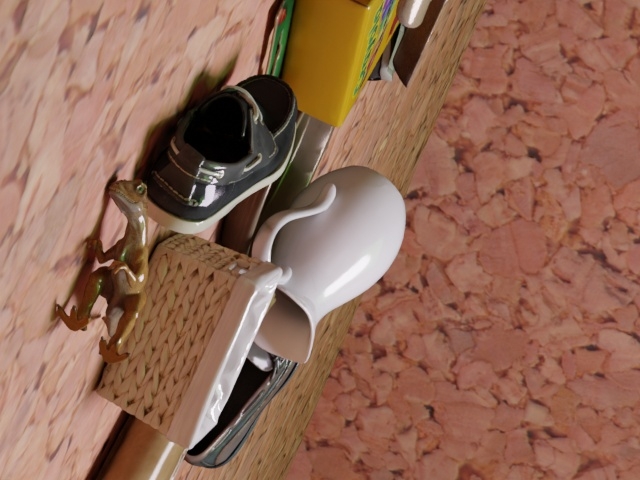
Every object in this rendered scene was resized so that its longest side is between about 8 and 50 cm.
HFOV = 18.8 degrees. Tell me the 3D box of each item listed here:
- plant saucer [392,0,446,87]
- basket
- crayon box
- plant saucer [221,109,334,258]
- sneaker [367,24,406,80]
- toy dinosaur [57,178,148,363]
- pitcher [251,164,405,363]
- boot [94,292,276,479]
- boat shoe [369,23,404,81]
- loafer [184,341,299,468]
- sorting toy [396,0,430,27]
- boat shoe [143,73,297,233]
[{"bbox_3d":[0.115,-0.244,2.048,0.168,0.029,0.168,-156,-90,-89],"label":"plant saucer"},{"bbox_3d":[-0.119,0.085,1.735,0.113,0.103,0.167,-35,149,-77],"label":"basket"},{"bbox_3d":[0.041,-0.254,1.870,0.318,0.081,0.202,-61,173,-30],"label":"crayon box"},{"bbox_3d":[-0.037,-0.089,2.042,0.278,0.041,0.278,-63,174,-12],"label":"plant saucer"},{"bbox_3d":[0.107,-0.282,2.298,0.121,0.079,0.217,-55,170,-65],"label":"sneaker"},{"bbox_3d":[-0.153,0.044,1.486,0.211,0.064,0.112,108,8,-48],"label":"toy dinosaur"},{"bbox_3d":[0.000,0.000,2.040,0.207,0.125,0.178,-51,149,-31],"label":"pitcher"},{"bbox_3d":[-0.144,0.161,1.906,0.269,0.089,0.236,-62,173,-19],"label":"boot"},{"bbox_3d":[0.053,-0.228,2.105,0.228,0.068,0.081,84,20,-78],"label":"boat shoe"},{"bbox_3d":[-0.089,0.158,2.334,0.267,0.096,0.084,-63,168,3],"label":"loafer"},{"bbox_3d":[0.135,-0.357,1.674,0.229,0.041,0.307,-65,176,-60],"label":"sorting toy"},{"bbox_3d":[-0.069,-0.087,1.580,0.233,0.084,0.079,-50,164,-57],"label":"boat shoe"}]
